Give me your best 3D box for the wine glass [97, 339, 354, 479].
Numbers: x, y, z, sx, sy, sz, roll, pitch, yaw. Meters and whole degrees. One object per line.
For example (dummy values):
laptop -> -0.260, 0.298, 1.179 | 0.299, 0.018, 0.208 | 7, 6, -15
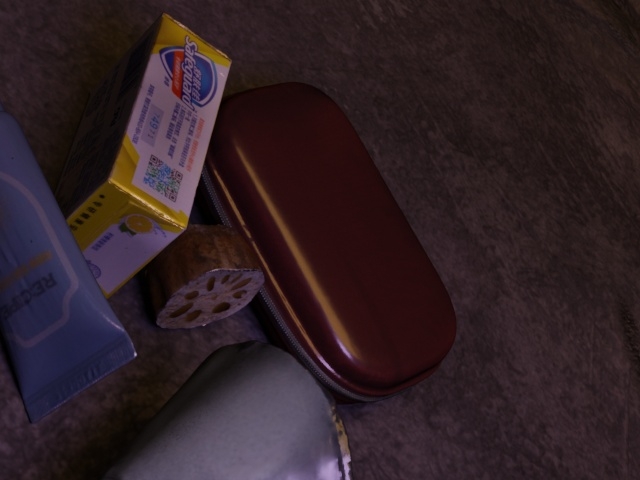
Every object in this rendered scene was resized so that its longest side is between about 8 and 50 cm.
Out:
wine glass -> -0.205, 0.234, 1.234 | 0.406, 0.267, 0.267 | -4, 66, -40

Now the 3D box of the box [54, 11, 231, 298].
box -> -0.197, -0.091, 1.528 | 0.097, 0.168, 0.265 | 32, 43, -22

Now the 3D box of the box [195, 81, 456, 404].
box -> 0.000, 0.000, 1.695 | 0.263, 0.108, 0.403 | -18, 76, -49

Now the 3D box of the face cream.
face cream -> -0.304, -0.021, 1.419 | 0.086, 0.136, 0.385 | 14, 47, -63

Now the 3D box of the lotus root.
lotus root -> -0.130, 0.040, 1.543 | 0.122, 0.112, 0.081 | 1, 46, -46
